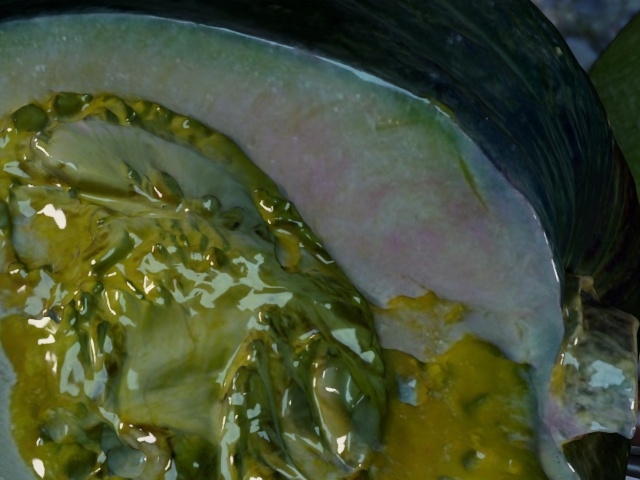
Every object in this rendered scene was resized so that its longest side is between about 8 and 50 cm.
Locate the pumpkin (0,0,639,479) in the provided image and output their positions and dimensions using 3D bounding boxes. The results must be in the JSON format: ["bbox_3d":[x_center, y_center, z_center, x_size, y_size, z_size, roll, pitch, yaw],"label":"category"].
[{"bbox_3d":[0.000,0.000,0.649,0.263,0.197,0.293,4,128,18],"label":"pumpkin"}]

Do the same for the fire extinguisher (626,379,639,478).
[{"bbox_3d":[0.168,0.087,0.746,0.173,0.035,0.049,10,144,7],"label":"fire extinguisher"}]

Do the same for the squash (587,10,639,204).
[{"bbox_3d":[0.239,-0.054,0.700,0.260,0.189,0.189,-18,103,50],"label":"squash"}]
